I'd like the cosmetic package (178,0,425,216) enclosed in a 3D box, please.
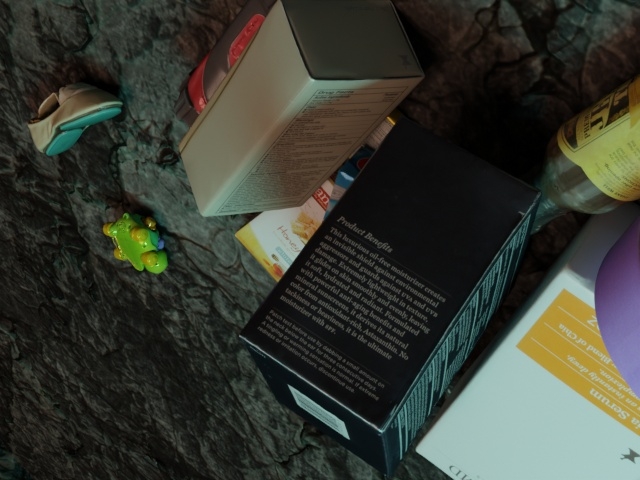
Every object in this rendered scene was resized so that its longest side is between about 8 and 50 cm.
[{"bbox_3d":[-0.034,-0.151,1.181,0.309,0.160,0.113,-44,60,49],"label":"cosmetic package"}]

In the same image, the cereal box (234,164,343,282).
[{"bbox_3d":[0.000,0.000,1.405,0.173,0.047,0.240,48,141,-6],"label":"cereal box"}]

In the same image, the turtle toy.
[{"bbox_3d":[-0.298,0.005,1.652,0.095,0.066,0.130,10,132,37],"label":"turtle toy"}]

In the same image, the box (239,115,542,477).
[{"bbox_3d":[0.082,0.073,1.097,0.183,0.294,0.296,33,164,16],"label":"box"}]

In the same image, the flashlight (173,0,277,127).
[{"bbox_3d":[-0.080,-0.232,1.220,0.103,0.103,0.304,27,145,-20],"label":"flashlight"}]

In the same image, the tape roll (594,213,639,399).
[{"bbox_3d":[0.406,0.071,0.938,0.275,0.275,0.090,35,142,10],"label":"tape roll"}]

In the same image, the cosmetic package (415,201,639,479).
[{"bbox_3d":[0.315,0.178,1.208,0.230,0.161,0.453,35,142,10],"label":"cosmetic package"}]

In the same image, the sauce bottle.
[{"bbox_3d":[0.305,-0.093,1.003,0.111,0.111,0.344,47,143,-5],"label":"sauce bottle"}]

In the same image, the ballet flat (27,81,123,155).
[{"bbox_3d":[-0.390,-0.201,1.538,0.248,0.086,0.086,-20,111,49],"label":"ballet flat"}]

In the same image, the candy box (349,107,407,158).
[{"bbox_3d":[0.128,-0.074,1.243,0.206,0.027,0.105,44,140,-2],"label":"candy box"}]

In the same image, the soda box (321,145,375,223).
[{"bbox_3d":[0.040,-0.012,1.270,0.067,0.071,0.210,28,131,13],"label":"soda box"}]
